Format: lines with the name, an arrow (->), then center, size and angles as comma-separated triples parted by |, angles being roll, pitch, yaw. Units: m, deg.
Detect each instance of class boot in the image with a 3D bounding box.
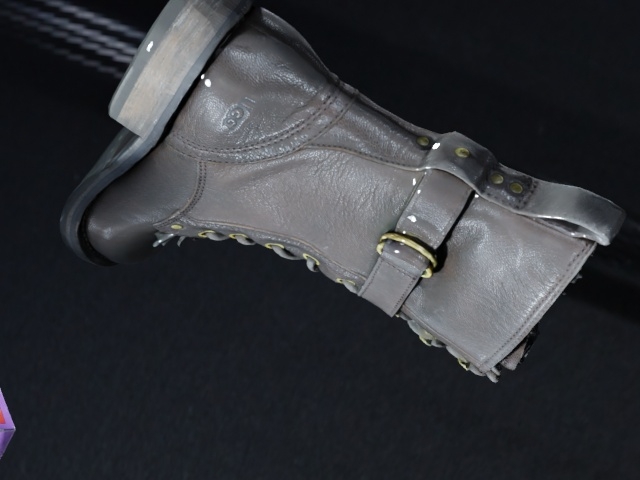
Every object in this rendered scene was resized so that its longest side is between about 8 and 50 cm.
boot -> 0.000, 0.000, 0.661 | 0.229, 0.263, 0.091 | 33, -119, -3

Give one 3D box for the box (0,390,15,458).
box -> -0.337, 0.196, 0.840 | 0.201, 0.293, 0.057 | 5, -142, -38
